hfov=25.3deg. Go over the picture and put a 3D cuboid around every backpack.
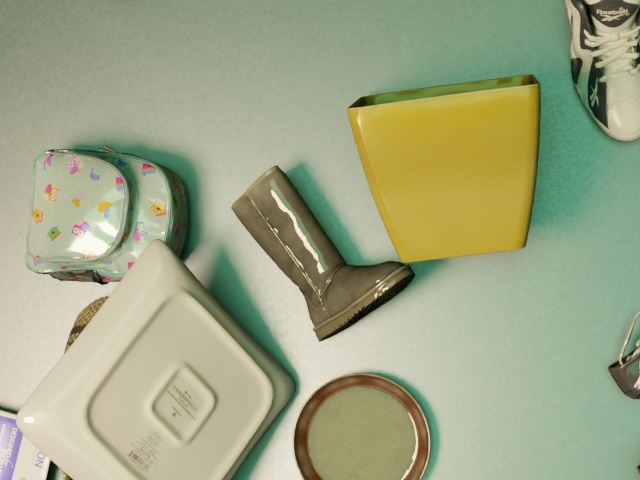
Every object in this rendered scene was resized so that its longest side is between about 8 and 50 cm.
[{"bbox_3d":[-0.260,-0.030,1.735,0.188,0.144,0.166,4,82,5],"label":"backpack"}]

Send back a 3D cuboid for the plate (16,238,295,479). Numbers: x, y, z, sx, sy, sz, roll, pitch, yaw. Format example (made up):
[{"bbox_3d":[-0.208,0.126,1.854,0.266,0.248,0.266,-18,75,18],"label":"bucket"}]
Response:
[{"bbox_3d":[-0.169,0.187,1.631,0.277,0.045,0.278,50,61,-27],"label":"plate"}]

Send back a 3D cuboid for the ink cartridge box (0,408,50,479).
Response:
[{"bbox_3d":[-0.442,0.307,1.787,0.208,0.045,0.206,14,88,10],"label":"ink cartridge box"}]

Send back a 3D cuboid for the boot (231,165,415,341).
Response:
[{"bbox_3d":[-0.001,0.000,1.705,0.189,0.076,0.208,-35,78,40],"label":"boot"}]

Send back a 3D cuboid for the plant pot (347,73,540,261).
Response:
[{"bbox_3d":[0.156,-0.083,1.659,0.212,0.212,0.187,-7,99,7],"label":"plant pot"}]

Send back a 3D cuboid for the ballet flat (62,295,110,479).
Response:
[{"bbox_3d":[-0.240,0.304,1.692,0.164,0.182,0.483,-4,86,9],"label":"ballet flat"}]

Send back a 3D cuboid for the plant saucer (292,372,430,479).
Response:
[{"bbox_3d":[0.051,0.245,1.734,0.168,0.029,0.168,-1,86,7],"label":"plant saucer"}]

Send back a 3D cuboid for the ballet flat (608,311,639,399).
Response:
[{"bbox_3d":[0.410,0.093,1.674,0.074,0.074,0.203,38,94,8],"label":"ballet flat"}]

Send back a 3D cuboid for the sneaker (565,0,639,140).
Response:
[{"bbox_3d":[0.338,-0.237,1.658,0.094,0.153,0.235,-6,86,8],"label":"sneaker"}]

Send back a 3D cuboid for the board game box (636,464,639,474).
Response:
[{"bbox_3d":[0.429,0.326,1.622,0.048,0.141,0.170,-32,83,5],"label":"board game box"}]
